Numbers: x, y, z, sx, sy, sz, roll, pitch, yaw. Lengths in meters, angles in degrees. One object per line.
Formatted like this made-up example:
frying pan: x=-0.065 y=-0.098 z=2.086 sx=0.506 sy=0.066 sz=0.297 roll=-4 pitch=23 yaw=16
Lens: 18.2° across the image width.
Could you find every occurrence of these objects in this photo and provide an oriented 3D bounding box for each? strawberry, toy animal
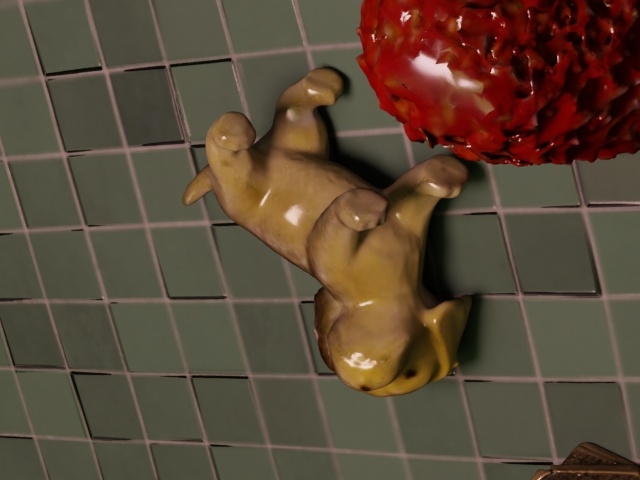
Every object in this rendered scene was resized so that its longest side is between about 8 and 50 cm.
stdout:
strawberry: x=0.117 y=-0.129 z=1.190 sx=0.234 sy=0.178 sz=0.234 roll=12 pitch=120 yaw=22
toy animal: x=0.011 y=-0.001 z=1.365 sx=0.233 sy=0.121 sz=0.169 roll=45 pitch=141 yaw=12

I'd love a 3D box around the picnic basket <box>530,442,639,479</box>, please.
picnic basket: x=0.213 y=0.223 z=1.353 sx=0.164 sy=0.079 sz=0.115 roll=25 pitch=125 yaw=24
